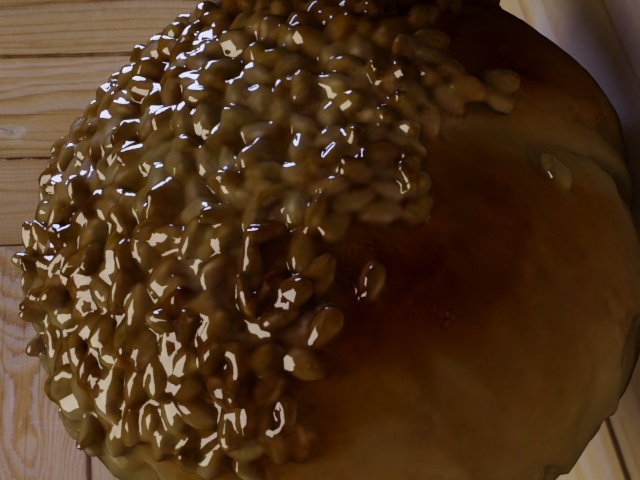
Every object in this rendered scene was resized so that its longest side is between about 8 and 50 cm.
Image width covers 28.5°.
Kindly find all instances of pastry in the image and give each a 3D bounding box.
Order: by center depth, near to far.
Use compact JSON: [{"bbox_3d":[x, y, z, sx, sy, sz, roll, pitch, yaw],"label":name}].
[{"bbox_3d":[0.000,0.000,0.771,0.245,0.410,0.409,58,-165,-48],"label":"pastry"}]
